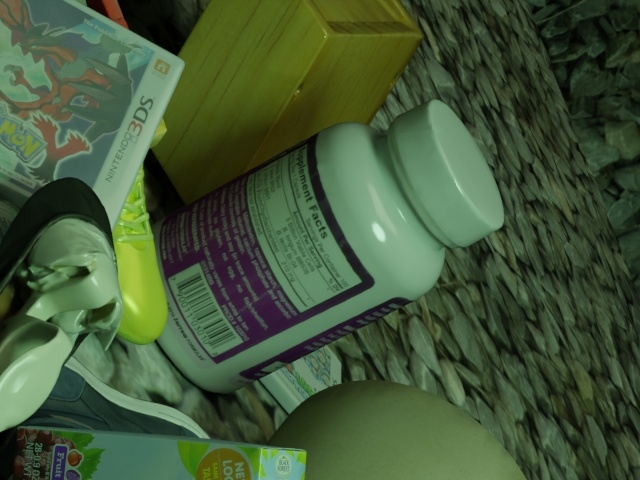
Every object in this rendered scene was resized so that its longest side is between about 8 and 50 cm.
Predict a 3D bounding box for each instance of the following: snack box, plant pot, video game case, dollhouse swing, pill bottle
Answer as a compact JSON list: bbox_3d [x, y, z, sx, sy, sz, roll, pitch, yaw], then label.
[{"bbox_3d":[-0.105,0.221,1.101,0.070,0.174,0.207,15,78,-64],"label":"snack box"},{"bbox_3d":[0.002,0.274,1.362,0.256,0.256,0.274,61,34,-4],"label":"plant pot"},{"bbox_3d":[-0.219,-0.113,1.371,0.201,0.023,0.183,28,55,-13],"label":"video game case"},{"bbox_3d":[-0.101,-0.219,1.836,0.305,0.315,0.347,36,16,10],"label":"dollhouse swing"},{"bbox_3d":[-0.027,0.117,1.787,0.157,0.019,0.143,51,22,-28],"label":"video game case"},{"bbox_3d":[0.000,0.000,1.581,0.169,0.301,0.169,51,22,-30],"label":"pill bottle"}]

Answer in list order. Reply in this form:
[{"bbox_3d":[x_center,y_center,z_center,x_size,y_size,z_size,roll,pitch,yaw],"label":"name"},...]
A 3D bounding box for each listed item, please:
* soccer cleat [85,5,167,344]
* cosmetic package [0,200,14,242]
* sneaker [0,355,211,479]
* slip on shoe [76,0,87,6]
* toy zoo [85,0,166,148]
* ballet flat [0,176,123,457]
[{"bbox_3d":[-0.179,-0.057,1.474,0.289,0.121,0.093,67,19,12],"label":"soccer cleat"},{"bbox_3d":[-0.286,0.000,1.219,0.239,0.060,0.099,25,42,-60],"label":"cosmetic package"},{"bbox_3d":[-0.144,0.177,1.282,0.226,0.086,0.163,34,22,-36],"label":"sneaker"},{"bbox_3d":[-0.225,-0.335,1.787,0.331,0.101,0.123,-76,170,-47],"label":"slip on shoe"},{"bbox_3d":[-0.241,-0.152,1.417,0.192,0.030,0.293,-13,72,-31],"label":"toy zoo"},{"bbox_3d":[-0.186,0.060,1.201,0.095,0.096,0.280,57,42,-30],"label":"ballet flat"}]
